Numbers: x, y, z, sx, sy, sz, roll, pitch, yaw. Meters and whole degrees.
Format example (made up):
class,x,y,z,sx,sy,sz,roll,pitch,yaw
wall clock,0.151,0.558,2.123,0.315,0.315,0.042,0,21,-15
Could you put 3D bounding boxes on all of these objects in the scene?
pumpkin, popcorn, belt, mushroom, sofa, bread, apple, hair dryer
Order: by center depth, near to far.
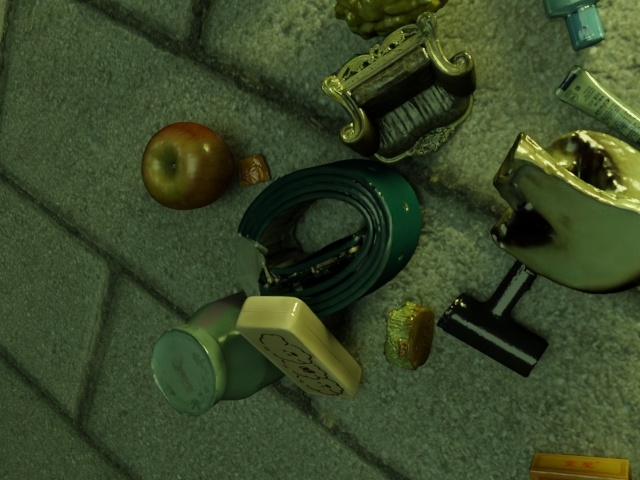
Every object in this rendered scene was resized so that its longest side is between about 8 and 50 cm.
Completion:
class,x,y,z,sx,sy,sz,roll,pitch,yaw
mushroom,0.434,-0.052,0.965,0.292,0.212,0.217,24,143,12
popcorn,0.123,-0.478,0.994,0.249,0.249,0.225,-18,101,32
sofa,0.155,-0.251,1.021,0.258,0.200,0.182,-30,81,14
hair dryer,0.366,0.112,1.078,0.197,0.089,0.251,32,108,21
bread,0.182,0.199,1.171,0.069,0.128,0.140,14,107,32
belt,0.001,-0.001,1.209,0.437,0.173,0.300,-29,84,32
apple,-0.309,-0.176,1.350,0.235,0.173,0.210,12,103,31
pumpkin,-0.173,-0.168,1.356,0.101,0.035,0.073,-14,91,34

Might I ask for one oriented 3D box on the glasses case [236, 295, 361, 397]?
class,x,y,z,sx,sy,sz,roll,pitch,yaw
glasses case,-0.037,0.237,1.217,0.144,0.076,0.336,-3,142,32

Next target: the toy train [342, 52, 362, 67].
class,x,y,z,sx,sy,sz,roll,pitch,yaw
toy train,0.119,-0.285,1.155,0.044,0.042,0.209,-37,81,31

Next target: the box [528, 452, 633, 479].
class,x,y,z,sx,sy,sz,roll,pitch,yaw
box,0.514,0.557,1.084,0.174,0.076,0.273,-8,96,30

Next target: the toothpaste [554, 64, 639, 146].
class,x,y,z,sx,sy,sz,roll,pitch,yaw
toothpaste,0.500,-0.213,0.954,0.216,0.037,0.062,44,118,20

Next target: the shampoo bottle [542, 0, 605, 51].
class,x,y,z,sx,sy,sz,roll,pitch,yaw
shampoo bottle,0.413,-0.448,0.939,0.104,0.061,0.258,-16,93,31

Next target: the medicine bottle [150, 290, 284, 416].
class,x,y,z,sx,sy,sz,roll,pitch,yaw
medicine bottle,-0.220,0.261,1.323,0.245,0.290,0.244,7,104,30
